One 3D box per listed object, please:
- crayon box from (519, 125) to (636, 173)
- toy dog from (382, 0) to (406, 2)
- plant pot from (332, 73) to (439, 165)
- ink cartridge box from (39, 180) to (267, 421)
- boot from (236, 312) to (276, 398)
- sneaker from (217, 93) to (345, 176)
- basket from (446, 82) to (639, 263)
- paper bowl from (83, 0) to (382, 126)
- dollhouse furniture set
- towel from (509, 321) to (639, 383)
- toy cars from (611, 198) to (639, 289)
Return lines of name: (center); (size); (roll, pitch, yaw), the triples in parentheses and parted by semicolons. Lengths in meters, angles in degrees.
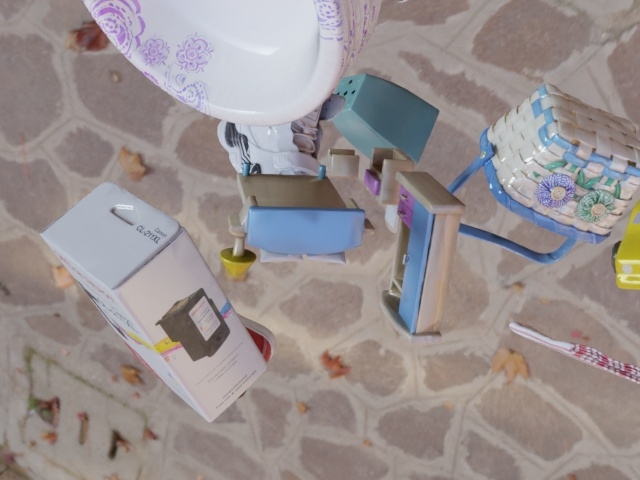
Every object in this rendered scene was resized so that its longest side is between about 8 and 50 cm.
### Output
crayon box: (0.498, -0.169, 1.472); (0.319, 0.202, 0.081); (-2, 89, 13)
toy dog: (0.101, -0.516, 1.408); (0.220, 0.334, 0.161); (55, 166, 14)
plant pot: (0.148, -0.319, 1.892); (0.234, 0.165, 0.166); (31, 167, -32)
ink cartridge box: (-0.136, 0.051, 0.614); (0.127, 0.072, 0.175); (27, 151, 42)
boot: (-0.209, 0.163, 1.181); (0.244, 0.176, 0.088); (23, 116, 9)
sneaker: (-0.041, -0.167, 1.286); (0.210, 0.137, 0.365); (-49, 49, 18)
basket: (0.348, -0.086, 1.181); (0.255, 0.201, 0.289); (17, 139, -15)
paper bowl: (-0.078, -0.254, 0.665); (0.284, 0.148, 0.284); (21, 146, 15)
dollhouse furniture set: (0.000, 0.000, 1.017); (0.304, 0.286, 0.198); (1, 113, -14)
towel: (0.416, 0.177, 1.182); (0.197, 0.144, 0.029); (23, 87, -26)
toy cars: (0.458, -0.060, 0.748); (0.394, 0.176, 0.087); (-19, 111, -5)
